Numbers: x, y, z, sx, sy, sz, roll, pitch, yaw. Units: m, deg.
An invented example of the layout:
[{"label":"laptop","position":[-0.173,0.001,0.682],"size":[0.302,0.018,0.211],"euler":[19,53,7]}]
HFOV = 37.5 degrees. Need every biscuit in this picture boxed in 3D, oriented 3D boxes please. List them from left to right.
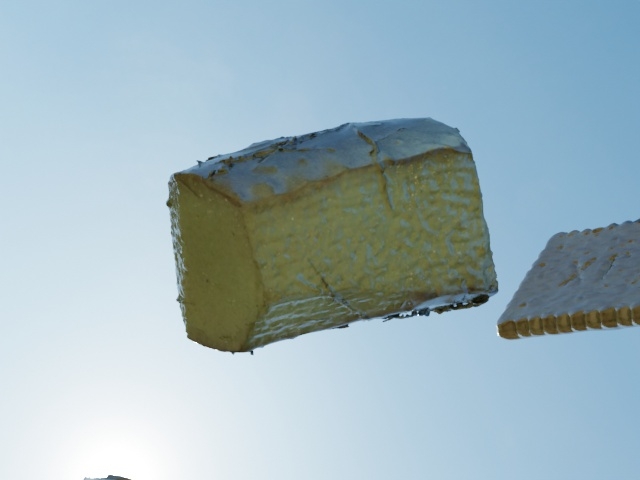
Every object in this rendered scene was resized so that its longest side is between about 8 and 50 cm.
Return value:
[{"label":"biscuit","position":[0.378,0.038,1.127],"size":[0.325,0.217,0.044],"euler":[-15,-63,46]}]

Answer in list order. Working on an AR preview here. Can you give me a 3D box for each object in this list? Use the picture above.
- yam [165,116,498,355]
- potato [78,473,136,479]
[{"label":"yam","position":[-0.003,-0.003,0.891],"size":[0.201,0.271,0.202],"euler":[6,-72,56]},{"label":"potato","position":[-0.165,0.357,0.935],"size":[0.116,0.239,0.299],"euler":[-9,-58,-7]}]
